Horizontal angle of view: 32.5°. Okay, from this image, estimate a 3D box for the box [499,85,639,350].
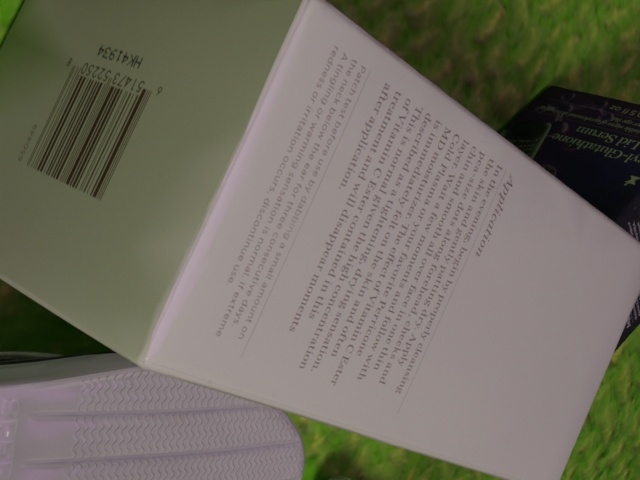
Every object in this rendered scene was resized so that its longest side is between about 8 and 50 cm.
[{"bbox_3d":[0.186,-0.008,0.841,0.207,0.153,0.108,-42,131,-25],"label":"box"}]

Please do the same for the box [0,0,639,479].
[{"bbox_3d":[0.000,0.000,0.621,0.345,0.215,0.168,27,86,-47],"label":"box"}]

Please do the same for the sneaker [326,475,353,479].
[{"bbox_3d":[0.035,0.225,0.870,0.061,0.053,0.152,-50,140,-30],"label":"sneaker"}]

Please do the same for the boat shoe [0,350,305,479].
[{"bbox_3d":[-0.161,0.103,0.579,0.335,0.119,0.121,13,90,-39],"label":"boat shoe"}]
